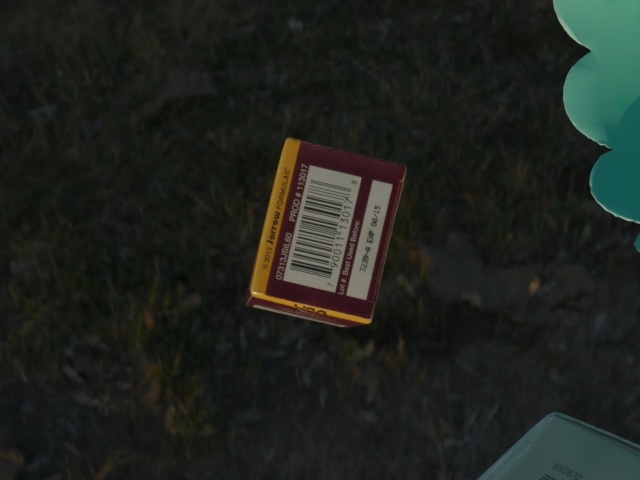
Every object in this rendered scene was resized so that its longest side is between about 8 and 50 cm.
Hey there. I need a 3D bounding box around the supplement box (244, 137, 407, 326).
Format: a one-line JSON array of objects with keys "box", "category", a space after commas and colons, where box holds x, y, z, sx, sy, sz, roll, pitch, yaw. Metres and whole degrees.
[{"box": [0.000, 0.000, 1.092, 0.080, 0.188, 0.104, 14, 85, -2], "category": "supplement box"}]

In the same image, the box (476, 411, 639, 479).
[{"box": [0.161, 0.246, 0.741, 0.148, 0.311, 0.121, -40, 25, -16], "category": "box"}]

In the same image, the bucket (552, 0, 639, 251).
[{"box": [0.244, -0.124, 0.744, 0.183, 0.281, 0.281, 0, 58, -16], "category": "bucket"}]
